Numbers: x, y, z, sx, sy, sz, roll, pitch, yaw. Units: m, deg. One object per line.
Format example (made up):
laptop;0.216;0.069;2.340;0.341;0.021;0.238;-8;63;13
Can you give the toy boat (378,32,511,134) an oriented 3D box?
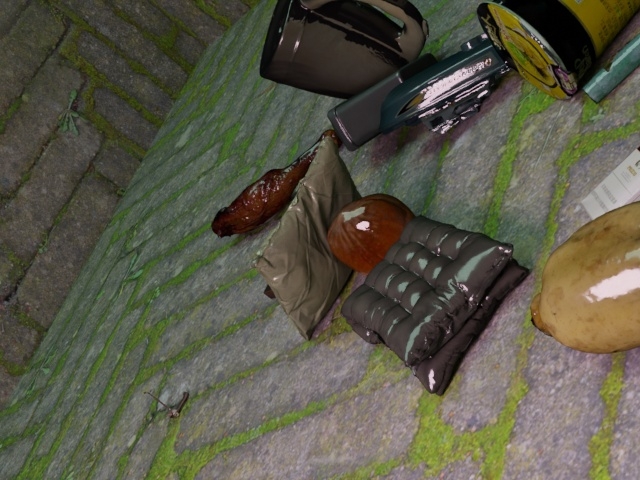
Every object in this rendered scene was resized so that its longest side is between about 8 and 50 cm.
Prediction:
toy boat;0.232;-0.271;2.004;0.296;0.122;0.114;-30;6;24

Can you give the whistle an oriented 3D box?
whistle;0.475;-0.284;1.642;0.186;0.039;0.039;-45;22;18

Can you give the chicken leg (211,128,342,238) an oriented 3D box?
chicken leg;-0.108;-0.115;2.518;0.407;0.096;0.158;-38;5;28

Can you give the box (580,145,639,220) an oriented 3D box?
box;0.417;-0.076;1.422;0.154;0.040;0.084;-45;19;16

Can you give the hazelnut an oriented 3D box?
hazelnut;0.091;-0.008;1.843;0.150;0.150;0.150;-43;22;23

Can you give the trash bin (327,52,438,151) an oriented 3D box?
trash bin;0.128;-0.277;2.207;0.236;0.101;0.177;-29;3;39

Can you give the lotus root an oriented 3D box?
lotus root;0.349;0.041;1.228;0.284;0.146;0.160;-33;10;47

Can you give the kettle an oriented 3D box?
kettle;0.070;-0.434;2.319;0.321;0.324;0.228;126;156;-54

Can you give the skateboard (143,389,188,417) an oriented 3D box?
skateboard;-0.317;0.320;2.237;0.032;0.083;0.064;-19;37;56

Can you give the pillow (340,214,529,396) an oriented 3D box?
pillow;0.156;0.080;1.636;0.228;0.101;0.326;-50;22;-5

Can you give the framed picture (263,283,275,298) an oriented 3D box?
framed picture;-0.039;0.047;2.191;0.168;0.023;0.128;-21;36;53

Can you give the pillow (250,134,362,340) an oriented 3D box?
pillow;0.000;0.002;1.909;0.076;0.274;0.280;17;65;28

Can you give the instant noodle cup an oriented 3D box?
instant noodle cup;0.404;-0.376;1.744;0.236;0.215;0.215;-44;21;-1
